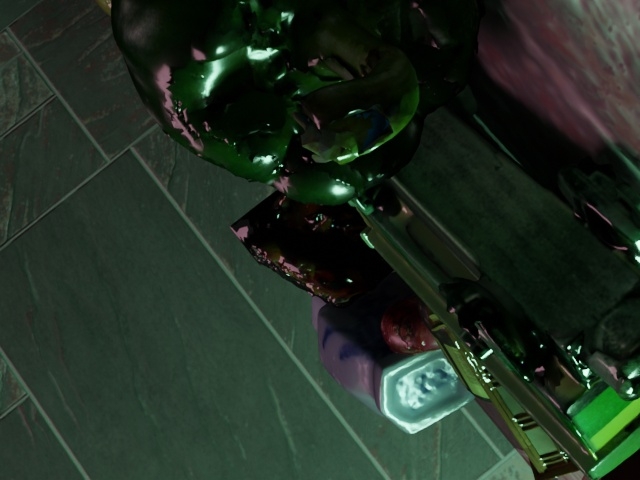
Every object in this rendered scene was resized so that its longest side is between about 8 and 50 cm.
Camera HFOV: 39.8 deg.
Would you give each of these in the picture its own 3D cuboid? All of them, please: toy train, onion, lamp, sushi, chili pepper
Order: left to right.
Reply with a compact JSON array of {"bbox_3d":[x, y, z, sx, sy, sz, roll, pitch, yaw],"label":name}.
[{"bbox_3d":[-0.005,-0.100,0.445,0.165,0.174,0.261,49,-175,-44],"label":"chili pepper"},{"bbox_3d":[0.000,0.001,1.478,0.227,0.215,0.212,52,177,-3],"label":"sushi"},{"bbox_3d":[0.159,0.099,1.334,0.150,0.150,0.140,-139,40,-79],"label":"onion"},{"bbox_3d":[0.108,0.000,0.556,0.301,0.120,0.202,49,180,41],"label":"toy train"},{"bbox_3d":[0.184,0.109,0.801,0.325,0.090,0.089,52,-158,-44],"label":"lamp"}]

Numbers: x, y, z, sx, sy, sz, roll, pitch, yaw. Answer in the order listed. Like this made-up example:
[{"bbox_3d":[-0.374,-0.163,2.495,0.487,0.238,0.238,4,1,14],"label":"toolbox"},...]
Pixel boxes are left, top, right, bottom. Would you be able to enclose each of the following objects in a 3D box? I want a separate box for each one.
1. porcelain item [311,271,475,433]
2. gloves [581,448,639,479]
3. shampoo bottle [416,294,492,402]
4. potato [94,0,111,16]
[{"bbox_3d":[0.121,0.180,1.577,0.178,0.242,0.405,67,172,-22],"label":"porcelain item"},{"bbox_3d":[0.290,0.239,0.777,0.145,0.126,0.241,47,169,35],"label":"gloves"},{"bbox_3d":[0.160,0.075,0.912,0.101,0.101,0.284,50,177,37],"label":"shampoo bottle"},{"bbox_3d":[-0.214,-0.346,1.076,0.178,0.160,0.235,94,155,-50],"label":"potato"}]
